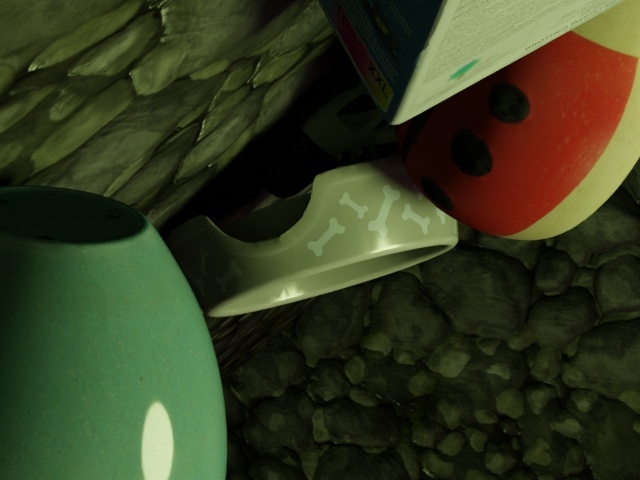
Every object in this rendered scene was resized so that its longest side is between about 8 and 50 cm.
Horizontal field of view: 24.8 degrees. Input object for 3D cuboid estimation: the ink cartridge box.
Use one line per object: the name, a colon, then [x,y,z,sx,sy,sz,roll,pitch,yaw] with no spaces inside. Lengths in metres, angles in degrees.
ink cartridge box: [0.152,-0.254,1.038,0.270,0.151,0.395,-29,174,-9]

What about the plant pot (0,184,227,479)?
plant pot: [-0.198,0.073,1.034,0.290,0.290,0.195,-28,131,-63]

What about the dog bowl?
dog bowl: [0.000,0.000,1.684,0.348,0.102,0.349,-16,173,-2]

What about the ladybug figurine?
ladybug figurine: [0.191,-0.174,1.422,0.162,0.305,0.449,-7,141,-25]

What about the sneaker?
sneaker: [0.085,-0.135,1.664,0.330,0.146,0.122,-40,175,7]
